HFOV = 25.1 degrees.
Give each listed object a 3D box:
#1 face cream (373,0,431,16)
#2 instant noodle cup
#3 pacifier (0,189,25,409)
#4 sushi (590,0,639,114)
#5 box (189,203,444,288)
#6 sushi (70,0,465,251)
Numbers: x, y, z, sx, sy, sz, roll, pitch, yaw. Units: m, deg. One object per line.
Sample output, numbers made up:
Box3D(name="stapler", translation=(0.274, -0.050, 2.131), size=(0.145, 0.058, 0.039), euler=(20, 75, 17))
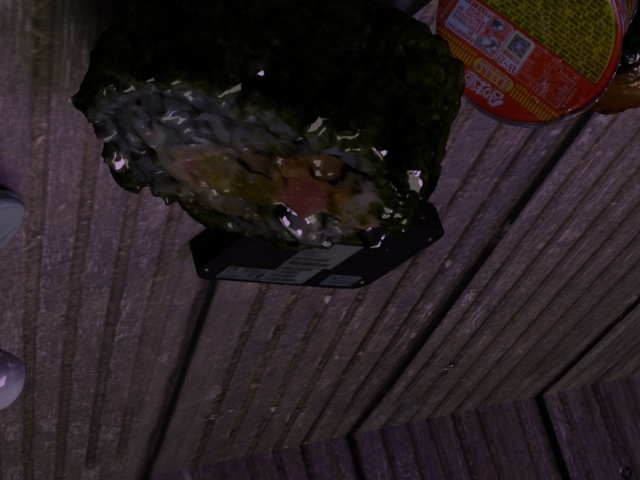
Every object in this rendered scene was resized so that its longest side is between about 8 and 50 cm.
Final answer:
Box3D(name="face cream", translation=(0.106, -0.285, 1.424), size=(0.314, 0.089, 0.143), euler=(-33, 156, 23))
Box3D(name="instant noodle cup", translation=(0.237, -0.234, 1.454), size=(0.193, 0.193, 0.212), euler=(-29, -174, 31))
Box3D(name="pacifier", translation=(-0.438, 0.081, 1.713), size=(0.288, 0.269, 0.343), euler=(-31, 176, -39))
Box3D(name="sushi", translation=(0.370, -0.239, 1.660), size=(0.287, 0.140, 0.149), euler=(-28, -167, 29))
Box3D(name="box", translation=(0.000, 0.000, 2.090), size=(0.350, 0.058, 0.211), euler=(6, 151, -43))
Box3D(name="sushi", translation=(-0.052, -0.123, 1.400), size=(0.352, 0.178, 0.294), euler=(20, 152, 1))
